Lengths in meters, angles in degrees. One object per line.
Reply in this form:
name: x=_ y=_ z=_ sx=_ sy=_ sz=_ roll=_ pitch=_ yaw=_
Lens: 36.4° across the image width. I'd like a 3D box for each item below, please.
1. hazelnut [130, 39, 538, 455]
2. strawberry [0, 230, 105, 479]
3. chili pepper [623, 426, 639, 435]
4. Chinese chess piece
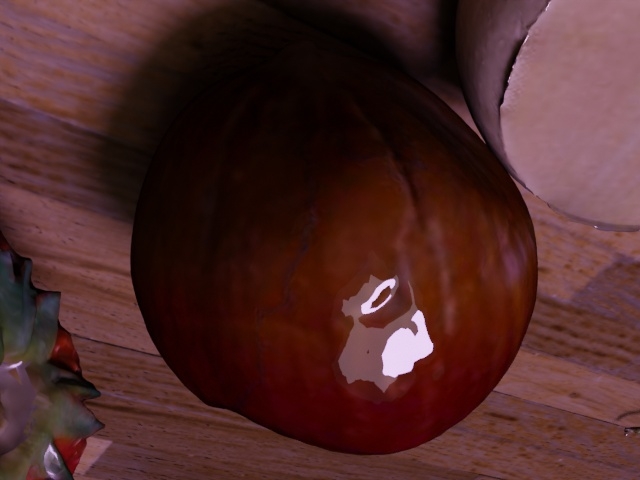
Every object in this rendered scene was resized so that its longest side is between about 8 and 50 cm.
hazelnut: x=0.000 y=0.000 z=0.536 sx=0.229 sy=0.229 sz=0.229 roll=-7 pitch=139 yaw=-6
strawberry: x=-0.289 y=0.078 z=0.551 sx=0.288 sy=0.250 sz=0.238 roll=0 pitch=177 yaw=18
chili pepper: x=0.387 y=0.178 z=0.933 sx=0.191 sy=0.059 sz=0.050 roll=-2 pitch=130 yaw=-8
Chinese chess piece: x=0.198 y=-0.116 z=0.525 sx=0.250 sy=0.103 sz=0.250 roll=-6 pitch=139 yaw=-5
